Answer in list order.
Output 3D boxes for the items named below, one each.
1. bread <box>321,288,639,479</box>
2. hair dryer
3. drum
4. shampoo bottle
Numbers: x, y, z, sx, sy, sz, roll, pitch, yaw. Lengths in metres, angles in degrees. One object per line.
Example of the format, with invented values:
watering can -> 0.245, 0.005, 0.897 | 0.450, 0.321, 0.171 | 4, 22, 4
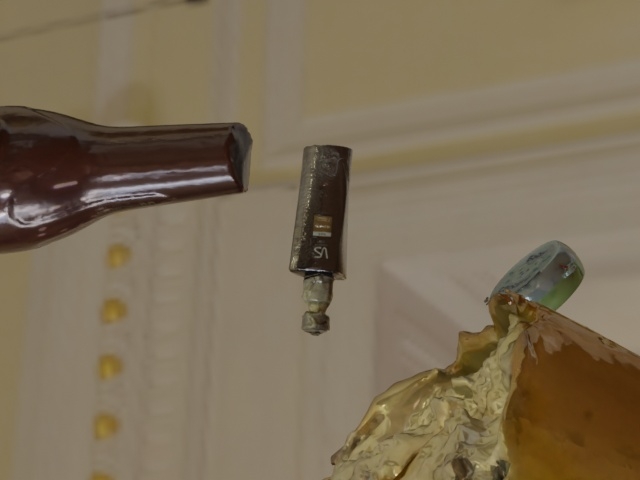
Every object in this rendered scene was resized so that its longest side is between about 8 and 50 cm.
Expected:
bread -> 0.220, 0.223, 1.588 | 0.394, 0.361, 0.250 | 23, -117, -15
hair dryer -> -0.248, -0.106, 1.451 | 0.340, 0.312, 0.123 | 55, -148, -56
drum -> 0.202, 0.098, 2.137 | 0.253, 0.130, 0.049 | -45, -81, -16
shampoo bottle -> 0.001, 0.000, 2.067 | 0.063, 0.057, 0.208 | 41, -127, -72
